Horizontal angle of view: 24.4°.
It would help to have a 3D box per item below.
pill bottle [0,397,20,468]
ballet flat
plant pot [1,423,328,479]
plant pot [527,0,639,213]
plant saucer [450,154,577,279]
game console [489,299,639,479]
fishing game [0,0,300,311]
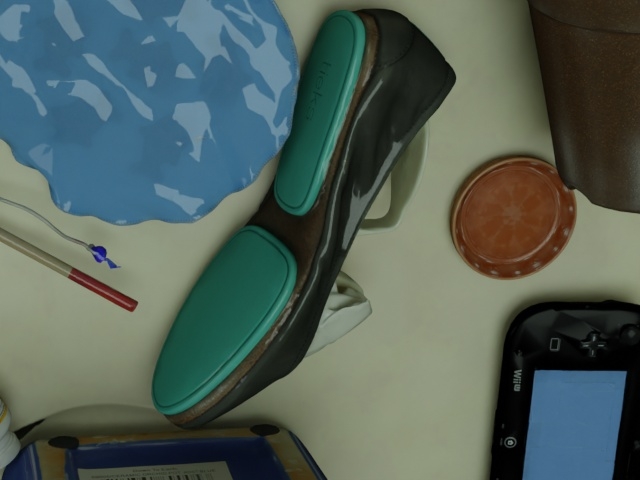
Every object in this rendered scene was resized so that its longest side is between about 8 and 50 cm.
[{"bbox_3d":[-0.216,0.101,0.894,0.043,0.043,0.083,-29,116,0],"label":"pill bottle"},{"bbox_3d":[0.000,0.000,0.880,0.096,0.095,0.280,19,107,-32],"label":"ballet flat"},{"bbox_3d":[-0.087,0.239,0.886,0.236,0.236,0.212,-1,106,-14],"label":"plant pot"},{"bbox_3d":[0.194,-0.115,0.846,0.167,0.167,0.165,-15,122,-7],"label":"plant pot"},{"bbox_3d":[0.122,-0.015,0.943,0.083,0.013,0.083,-5,114,-12],"label":"plant saucer"},{"bbox_3d":[0.151,0.207,1.028,0.213,0.044,0.361,-2,112,-13],"label":"game console"},{"bbox_3d":[-0.107,-0.096,0.839,0.189,0.041,0.264,28,108,-13],"label":"fishing game"}]
